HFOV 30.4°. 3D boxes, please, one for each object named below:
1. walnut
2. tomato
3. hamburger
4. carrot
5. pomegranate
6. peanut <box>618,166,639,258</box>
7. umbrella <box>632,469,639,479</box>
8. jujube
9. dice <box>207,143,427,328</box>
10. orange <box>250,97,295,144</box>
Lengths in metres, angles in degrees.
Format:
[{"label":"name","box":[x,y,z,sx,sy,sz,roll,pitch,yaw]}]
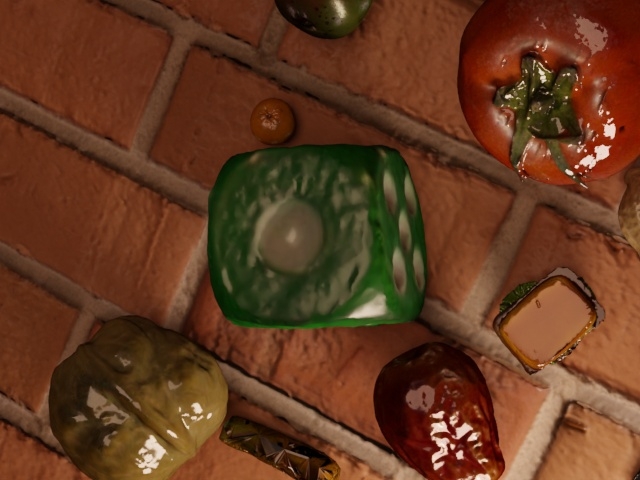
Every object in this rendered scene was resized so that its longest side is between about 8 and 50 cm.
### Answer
[{"label":"walnut","box":[-0.318,0.278,2.036,0.277,0.282,0.253,40,142,7]},{"label":"tomato","box":[0.382,-0.259,1.776,0.341,0.273,0.341,21,130,27]},{"label":"hamburger","box":[0.364,0.122,1.885,0.166,0.087,0.137,-40,79,14]},{"label":"carrot","box":[-0.073,0.369,2.053,0.228,0.069,0.069,23,99,18]},{"label":"pomegranate","box":[0.017,-0.440,1.956,0.180,0.180,0.210,20,65,17]},{"label":"peanut","box":[0.528,-0.008,1.829,0.104,0.085,0.228,-26,82,8]},{"label":"umbrella","box":[0.529,0.356,1.867,0.036,0.031,0.133,36,104,41]},{"label":"jujube","box":[0.198,0.293,1.905,0.190,0.190,0.255,-32,88,17]},{"label":"dice","box":[0.000,0.000,1.898,0.297,0.300,0.287,-5,87,20]},{"label":"orange","box":[-0.083,-0.205,2.037,0.083,0.070,0.083,-1,87,16]}]
